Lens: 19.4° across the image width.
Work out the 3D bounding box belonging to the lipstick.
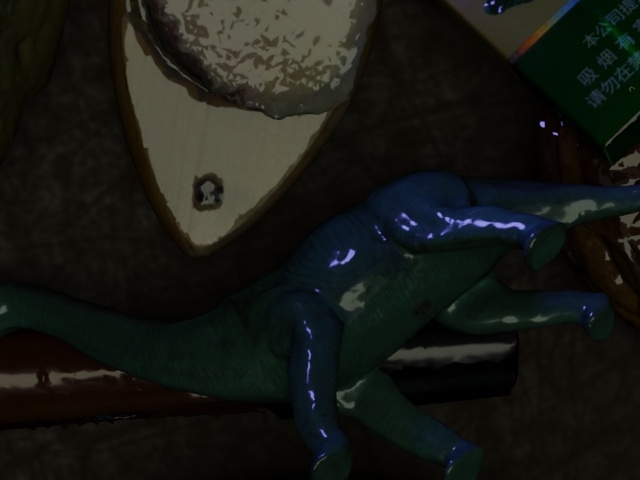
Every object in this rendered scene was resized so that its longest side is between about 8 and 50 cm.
[{"bbox_3d":[-0.081,0.082,1.219,0.418,0.077,0.077,-4,96,-4],"label":"lipstick"}]

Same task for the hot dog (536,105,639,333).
[{"bbox_3d":[0.328,-0.079,1.204,0.387,0.174,0.267,-25,96,7],"label":"hot dog"}]

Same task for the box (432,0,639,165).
[{"bbox_3d":[0.150,-0.167,1.174,0.132,0.034,0.235,-42,61,0],"label":"box"}]

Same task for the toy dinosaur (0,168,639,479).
[{"bbox_3d":[0.000,0.000,1.139,0.383,0.331,0.129,-40,137,-19],"label":"toy dinosaur"}]

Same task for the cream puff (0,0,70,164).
[{"bbox_3d":[-0.287,-0.186,1.081,0.257,0.291,0.324,20,114,14],"label":"cream puff"}]

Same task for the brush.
[{"bbox_3d":[-0.049,-0.113,1.160,0.174,0.166,0.266,9,97,-7],"label":"brush"}]

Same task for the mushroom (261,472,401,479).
[{"bbox_3d":[0.024,0.254,1.100,0.362,0.362,0.294,1,116,-6],"label":"mushroom"}]
